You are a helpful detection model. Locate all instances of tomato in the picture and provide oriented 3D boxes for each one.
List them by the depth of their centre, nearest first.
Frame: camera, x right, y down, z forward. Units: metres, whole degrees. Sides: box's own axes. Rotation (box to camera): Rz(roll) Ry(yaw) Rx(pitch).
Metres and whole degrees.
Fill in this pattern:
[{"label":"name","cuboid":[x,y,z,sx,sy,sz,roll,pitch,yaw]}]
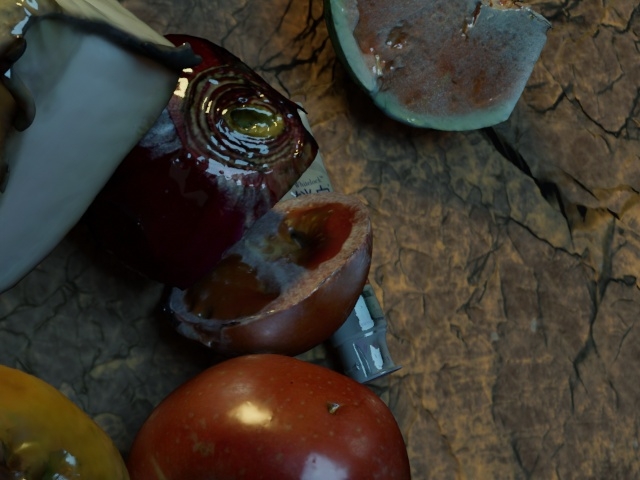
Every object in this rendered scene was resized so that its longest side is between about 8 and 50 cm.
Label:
[{"label":"tomato","cuboid":[-0.033,0.056,1.356,0.228,0.199,0.112,-33,118,-12]}]

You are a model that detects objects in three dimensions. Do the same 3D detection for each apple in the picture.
[{"label":"apple","cuboid":[-0.043,0.226,1.248,0.260,0.260,0.216,54,29,-7]}]

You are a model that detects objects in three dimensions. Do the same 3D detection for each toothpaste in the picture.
[{"label":"toothpaste","cuboid":[0.000,0.000,1.480,0.100,0.066,0.323,-16,78,-37]}]

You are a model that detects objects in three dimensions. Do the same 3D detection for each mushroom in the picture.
[{"label":"mushroom","cuboid":[-0.358,-0.165,1.208,0.397,0.314,0.224,43,17,24]}]

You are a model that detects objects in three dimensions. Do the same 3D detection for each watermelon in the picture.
[{"label":"watermelon","cuboid":[0.104,-0.260,1.563,0.305,0.180,0.224,18,53,-31]}]

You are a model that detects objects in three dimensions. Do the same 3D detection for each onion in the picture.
[{"label":"onion","cuboid":[-0.149,-0.075,1.309,0.207,0.216,0.206,44,59,-3]}]

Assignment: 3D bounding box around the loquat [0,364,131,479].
[{"label":"loquat","cuboid":[-0.297,0.244,1.030,0.328,0.328,0.328,12,67,-31]}]
